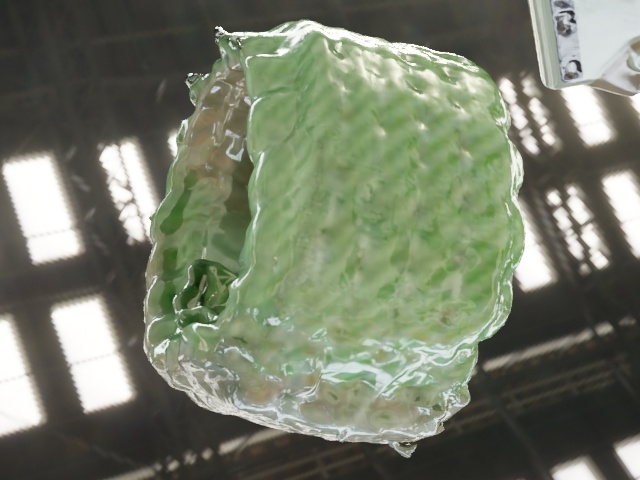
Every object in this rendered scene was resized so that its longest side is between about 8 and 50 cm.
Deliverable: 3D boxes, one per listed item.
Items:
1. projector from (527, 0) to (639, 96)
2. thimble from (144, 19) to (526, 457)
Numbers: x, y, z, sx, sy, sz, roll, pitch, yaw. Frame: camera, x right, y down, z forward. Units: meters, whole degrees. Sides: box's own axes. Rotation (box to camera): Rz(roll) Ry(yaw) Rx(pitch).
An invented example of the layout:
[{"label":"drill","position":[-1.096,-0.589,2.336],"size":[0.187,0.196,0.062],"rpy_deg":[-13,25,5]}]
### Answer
[{"label":"projector","position":[0.248,-0.239,1.128],"size":[0.177,0.242,0.163],"rpy_deg":[-9,-125,9]},{"label":"thimble","position":[0.000,0.000,0.722],"size":[0.150,0.219,0.219],"rpy_deg":[11,-124,-19]}]
